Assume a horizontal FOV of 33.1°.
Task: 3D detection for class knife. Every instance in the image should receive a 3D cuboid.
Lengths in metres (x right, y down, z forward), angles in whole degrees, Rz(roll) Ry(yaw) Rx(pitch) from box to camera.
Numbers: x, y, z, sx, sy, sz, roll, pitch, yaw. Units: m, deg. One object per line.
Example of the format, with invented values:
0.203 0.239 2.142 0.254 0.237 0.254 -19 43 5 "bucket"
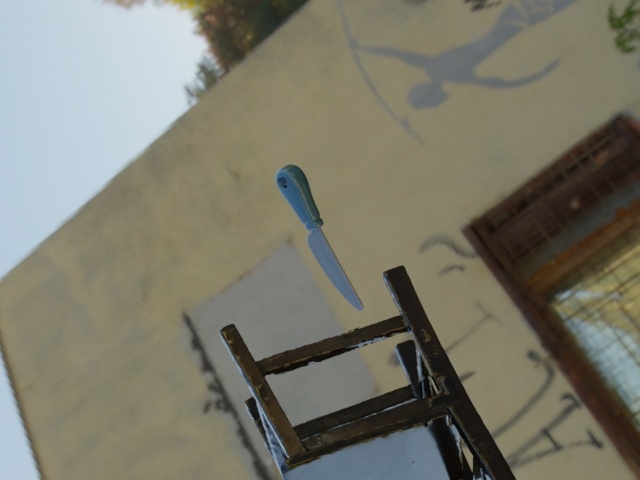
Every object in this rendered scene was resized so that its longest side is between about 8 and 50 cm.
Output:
-0.002 0.000 1.601 0.032 0.058 0.244 -35 -76 -38 "knife"

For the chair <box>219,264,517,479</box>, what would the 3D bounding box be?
0.068 0.266 1.206 0.203 0.241 0.416 81 168 -49 "chair"
